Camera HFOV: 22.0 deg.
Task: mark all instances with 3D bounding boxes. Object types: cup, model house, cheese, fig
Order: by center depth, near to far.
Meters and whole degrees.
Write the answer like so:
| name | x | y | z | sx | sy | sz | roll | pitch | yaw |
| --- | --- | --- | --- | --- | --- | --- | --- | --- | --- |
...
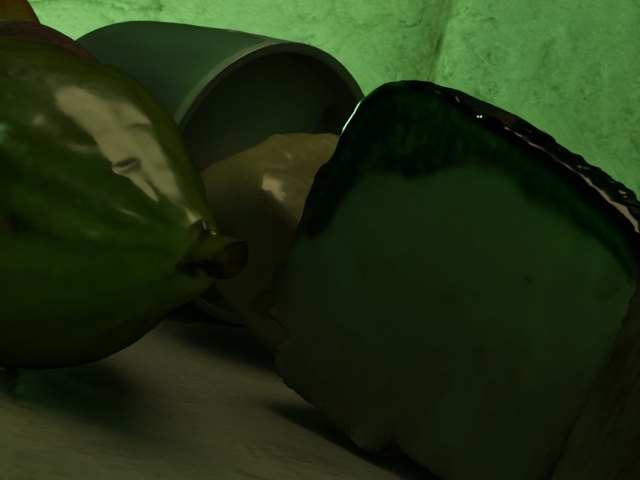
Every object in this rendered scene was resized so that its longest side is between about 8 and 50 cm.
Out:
| name | x | y | z | sx | sy | sz | roll | pitch | yaw |
| --- | --- | --- | --- | --- | --- | --- | --- | --- | --- |
| fig | -0.190 | -0.014 | 1.081 | 0.233 | 0.233 | 0.314 | 12 | 16 | -19 |
| model house | 0.163 | 0.055 | 1.157 | 0.284 | 0.243 | 0.298 | 15 | 15 | -43 |
| cheese | 0.000 | 0.000 | 1.387 | 0.235 | 0.117 | 0.218 | 35 | 35 | -18 |
| cup | -0.105 | -0.050 | 1.601 | 0.274 | 0.259 | 0.356 | 20 | -23 | 45 |

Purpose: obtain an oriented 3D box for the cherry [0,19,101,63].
| name | x | y | z | sx | sy | sz | roll | pitch | yaw |
| --- | --- | --- | --- | --- | --- | --- | --- | --- | --- |
| cherry | -0.254 | -0.055 | 1.362 | 0.239 | 0.239 | 0.206 | 13 | -30 | -13 |

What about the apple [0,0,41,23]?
| name | x | y | z | sx | sy | sz | roll | pitch | yaw |
| --- | --- | --- | --- | --- | --- | --- | --- | --- | --- |
| apple | -0.412 | -0.162 | 1.678 | 0.233 | 0.286 | 0.286 | 9 | 4 | 18 |
